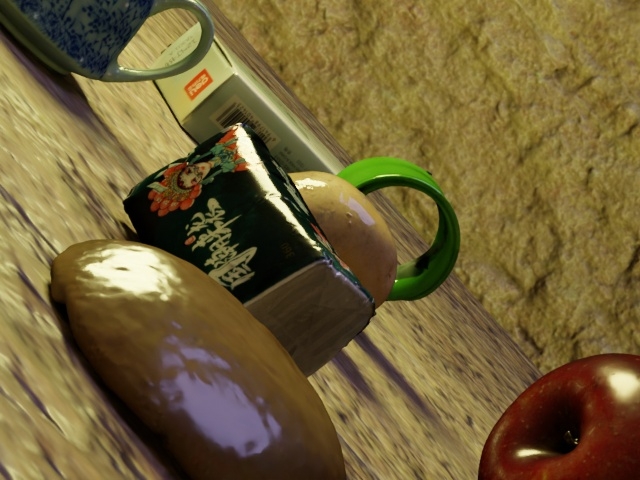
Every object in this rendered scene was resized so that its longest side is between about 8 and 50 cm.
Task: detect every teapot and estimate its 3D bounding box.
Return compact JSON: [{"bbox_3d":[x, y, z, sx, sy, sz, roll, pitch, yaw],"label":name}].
[{"bbox_3d":[-0.179,-0.213,1.376,0.232,0.159,0.159,47,6,-14],"label":"teapot"}]

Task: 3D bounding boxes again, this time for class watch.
[{"bbox_3d":[0.045,-0.011,1.706,0.165,0.152,0.131,49,8,-16],"label":"watch"}]

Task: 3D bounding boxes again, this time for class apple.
[{"bbox_3d":[0.236,0.201,1.408,0.201,0.218,0.218,51,4,-32],"label":"apple"}]

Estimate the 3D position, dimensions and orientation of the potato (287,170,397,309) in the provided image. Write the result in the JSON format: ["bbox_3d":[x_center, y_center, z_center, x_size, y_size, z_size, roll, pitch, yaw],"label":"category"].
[{"bbox_3d":[0.001,0.003,1.526,0.147,0.112,0.112,55,3,-21],"label":"potato"}]

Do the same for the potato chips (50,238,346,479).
[{"bbox_3d":[-0.052,0.068,0.925,0.195,0.062,0.208,39,13,-47],"label":"potato chips"}]

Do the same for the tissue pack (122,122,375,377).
[{"bbox_3d":[-0.046,0.012,1.126,0.090,0.103,0.170,53,2,-40],"label":"tissue pack"}]

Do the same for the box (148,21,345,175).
[{"bbox_3d":[-0.053,-0.095,1.863,0.269,0.079,0.135,44,8,-35],"label":"box"}]
